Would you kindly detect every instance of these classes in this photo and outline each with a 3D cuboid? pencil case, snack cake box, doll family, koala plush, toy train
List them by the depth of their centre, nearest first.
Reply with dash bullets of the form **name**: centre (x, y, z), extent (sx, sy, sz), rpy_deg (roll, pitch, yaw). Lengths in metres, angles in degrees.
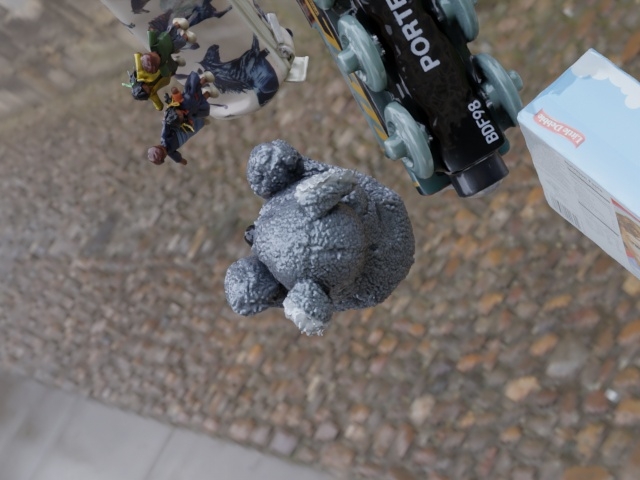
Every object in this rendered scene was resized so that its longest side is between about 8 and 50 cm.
- **snack cake box**: centre (0.286, -0.017, 1.075), extent (0.089, 0.152, 0.264), rpy_deg (-42, 57, -6)
- **toy train**: centre (0.069, -0.189, 1.279), extent (0.142, 0.334, 0.190), rpy_deg (-31, 4, -6)
- **koala plush**: centre (0.000, 0.000, 1.422), extent (0.221, 0.203, 0.196), rpy_deg (-20, -59, -86)
- **doll family**: centre (-0.189, -0.178, 1.708), extent (0.076, 0.193, 0.111), rpy_deg (-5, 34, 34)
- **pencil case**: centre (-0.186, -0.336, 1.793), extent (0.183, 0.410, 0.160), rpy_deg (-14, 51, 26)
